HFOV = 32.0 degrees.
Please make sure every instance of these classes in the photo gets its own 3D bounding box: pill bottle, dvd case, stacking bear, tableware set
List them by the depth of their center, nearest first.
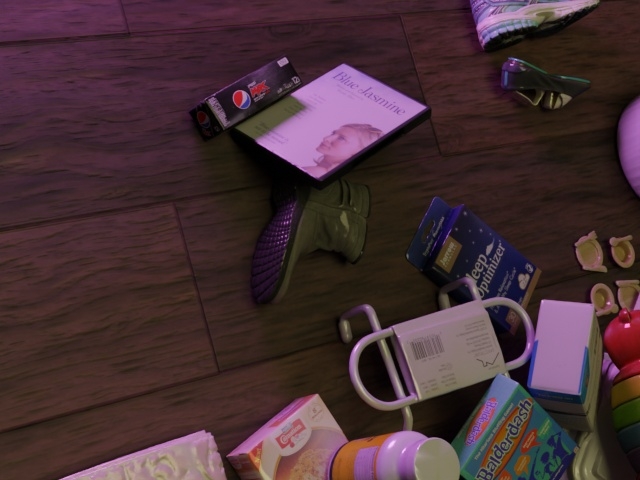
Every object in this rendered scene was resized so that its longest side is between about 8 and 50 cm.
[{"bbox_3d":[0.097,0.305,1.466,0.103,0.184,0.103,11,70,-31],"label":"pill bottle"},{"bbox_3d":[0.020,-0.176,1.666,0.180,0.022,0.253,32,50,30],"label":"dvd case"},{"bbox_3d":[0.539,0.247,1.778,0.175,0.164,0.289,31,43,-59],"label":"stacking bear"},{"bbox_3d":[0.516,0.062,1.975,0.141,0.020,0.168,-7,81,-33],"label":"tableware set"}]

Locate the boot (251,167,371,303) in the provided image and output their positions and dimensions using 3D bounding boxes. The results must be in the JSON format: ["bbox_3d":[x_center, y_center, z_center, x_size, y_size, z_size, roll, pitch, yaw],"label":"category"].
[{"bbox_3d":[0.000,0.000,1.641,0.161,0.083,0.246,27,64,-29],"label":"boot"}]

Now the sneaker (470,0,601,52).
[{"bbox_3d":[0.382,-0.429,1.980,0.283,0.110,0.122,-19,83,-34],"label":"sneaker"}]

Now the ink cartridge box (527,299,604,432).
[{"bbox_3d":[0.390,0.200,1.757,0.203,0.086,0.148,57,43,-59],"label":"ink cartridge box"}]

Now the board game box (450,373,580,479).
[{"bbox_3d":[0.288,0.321,1.677,0.210,0.047,0.160,44,77,-37],"label":"board game box"}]

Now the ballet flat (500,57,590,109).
[{"bbox_3d":[0.393,-0.270,1.971,0.203,0.074,0.074,8,72,-36],"label":"ballet flat"}]

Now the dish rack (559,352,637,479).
[{"bbox_3d":[0.553,0.372,1.883,0.333,0.072,0.285,37,61,-17],"label":"dish rack"}]

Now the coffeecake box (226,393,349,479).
[{"bbox_3d":[-0.017,0.330,1.541,0.142,0.068,0.185,-36,96,-33],"label":"coffeecake box"}]

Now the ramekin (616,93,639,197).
[{"bbox_3d":[0.683,-0.175,2.076,0.277,0.135,0.277,10,71,-29],"label":"ramekin"}]

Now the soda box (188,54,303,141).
[{"bbox_3d":[-0.109,-0.210,1.642,0.169,0.060,0.053,-35,97,-35],"label":"soda box"}]

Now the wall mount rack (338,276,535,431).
[{"bbox_3d":[0.175,0.223,1.663,0.350,0.130,0.304,-12,80,-33],"label":"wall mount rack"}]

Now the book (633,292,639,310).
[{"bbox_3d":[0.583,0.169,1.977,0.096,0.035,0.144,41,60,-29],"label":"book"}]

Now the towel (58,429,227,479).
[{"bbox_3d":[-0.228,0.439,1.391,0.317,0.053,0.332,-13,83,-33],"label":"towel"}]

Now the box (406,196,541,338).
[{"bbox_3d":[0.251,0.040,1.809,0.225,0.036,0.136,38,60,-16],"label":"box"}]
